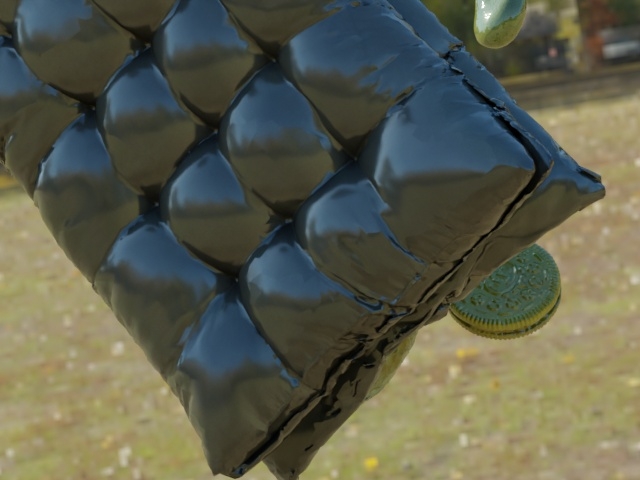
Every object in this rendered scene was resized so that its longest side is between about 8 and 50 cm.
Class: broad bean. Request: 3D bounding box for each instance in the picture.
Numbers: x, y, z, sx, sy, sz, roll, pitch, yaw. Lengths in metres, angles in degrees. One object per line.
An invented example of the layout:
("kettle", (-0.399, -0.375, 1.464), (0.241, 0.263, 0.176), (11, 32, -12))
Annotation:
("broad bean", (0.166, -0.211, 1.558), (0.045, 0.083, 0.063), (31, -47, -23))

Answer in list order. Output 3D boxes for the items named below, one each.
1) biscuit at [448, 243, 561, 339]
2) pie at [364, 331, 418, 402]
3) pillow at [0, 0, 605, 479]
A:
("biscuit", (0.126, 0.033, 1.181), (0.084, 0.023, 0.084), (-4, 48, 5))
("pie", (0.000, 0.000, 1.093), (0.054, 0.241, 0.240), (2, 11, 40))
("pillow", (-0.049, -0.070, 0.812), (0.228, 0.326, 0.101), (-45, -19, 22))
